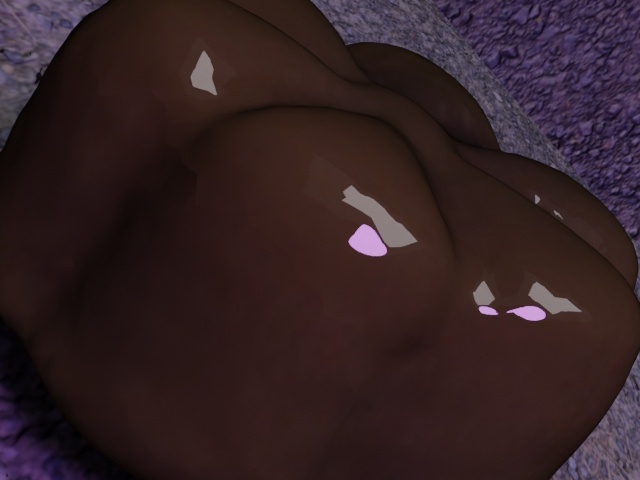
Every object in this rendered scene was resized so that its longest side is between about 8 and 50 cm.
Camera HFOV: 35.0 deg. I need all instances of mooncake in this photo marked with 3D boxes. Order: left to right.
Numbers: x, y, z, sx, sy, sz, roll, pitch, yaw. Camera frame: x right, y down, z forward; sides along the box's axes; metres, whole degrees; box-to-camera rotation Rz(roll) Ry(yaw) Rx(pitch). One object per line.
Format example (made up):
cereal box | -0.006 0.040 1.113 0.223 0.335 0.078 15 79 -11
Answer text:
mooncake | 0.000 0.000 0.748 0.467 0.262 0.467 31 21 -13

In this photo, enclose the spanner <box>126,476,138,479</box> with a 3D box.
spanner | -0.176 0.197 0.587 0.071 0.017 0.302 58 27 15
